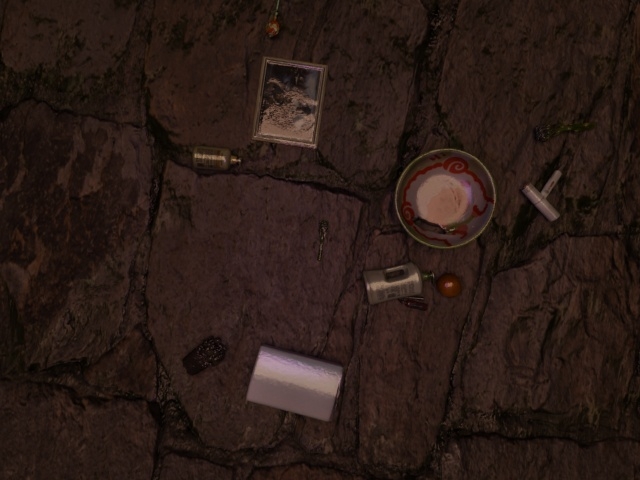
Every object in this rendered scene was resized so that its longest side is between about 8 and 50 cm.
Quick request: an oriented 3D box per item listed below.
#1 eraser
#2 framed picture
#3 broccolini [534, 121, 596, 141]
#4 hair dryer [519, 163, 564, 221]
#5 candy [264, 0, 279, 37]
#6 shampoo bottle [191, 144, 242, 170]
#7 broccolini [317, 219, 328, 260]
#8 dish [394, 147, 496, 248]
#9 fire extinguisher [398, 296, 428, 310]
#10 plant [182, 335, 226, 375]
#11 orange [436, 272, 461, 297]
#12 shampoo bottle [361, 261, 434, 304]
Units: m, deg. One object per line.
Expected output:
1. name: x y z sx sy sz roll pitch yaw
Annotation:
1. eraser: -0.080 0.465 1.613 0.290 0.104 0.189 15 92 0
2. framed picture: -0.105 -0.471 1.678 0.233 0.019 0.296 7 89 -1
3. broccolini: 0.838 -0.371 1.685 0.216 0.067 0.058 -5 92 -10
4. hair dryer: 0.795 -0.178 1.682 0.183 0.044 0.155 -42 92 -5
5. candy: -0.151 -0.776 1.676 0.056 0.049 0.184 3 80 43
6. shampoo bottle: -0.339 -0.271 1.638 0.162 0.079 0.079 5 88 -1
7. broccolini: 0.000 0.000 1.667 0.035 0.030 0.139 11 93 7
8. dish: 0.402 -0.137 1.634 0.325 0.124 0.323 0 94 3
9. fire extinguisher: 0.314 0.206 1.657 0.100 0.046 0.032 14 46 -6
10. plant: -0.380 0.376 1.619 0.143 0.092 0.094 -31 81 4
11. orange: 0.429 0.150 1.645 0.085 0.085 0.084 0 88 -1
12. shampoo bottle: 0.261 0.136 1.637 0.234 0.087 0.118 -11 89 -2
